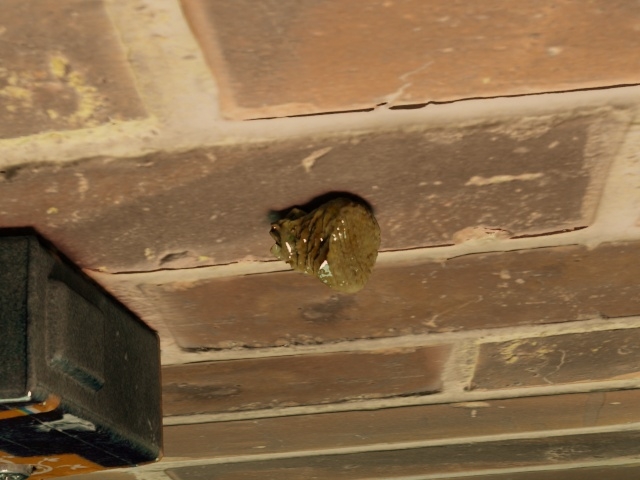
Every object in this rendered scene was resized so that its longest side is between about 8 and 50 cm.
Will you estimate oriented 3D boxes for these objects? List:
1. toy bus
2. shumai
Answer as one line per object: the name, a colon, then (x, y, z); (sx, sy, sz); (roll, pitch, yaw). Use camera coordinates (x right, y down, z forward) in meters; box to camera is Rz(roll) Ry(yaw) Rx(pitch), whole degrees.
toy bus: (-0.280, 0.124, 1.013); (0.194, 0.161, 0.323); (-9, 157, 10)
shumai: (0.000, 0.000, 0.913); (0.080, 0.082, 0.083); (20, 144, 46)
